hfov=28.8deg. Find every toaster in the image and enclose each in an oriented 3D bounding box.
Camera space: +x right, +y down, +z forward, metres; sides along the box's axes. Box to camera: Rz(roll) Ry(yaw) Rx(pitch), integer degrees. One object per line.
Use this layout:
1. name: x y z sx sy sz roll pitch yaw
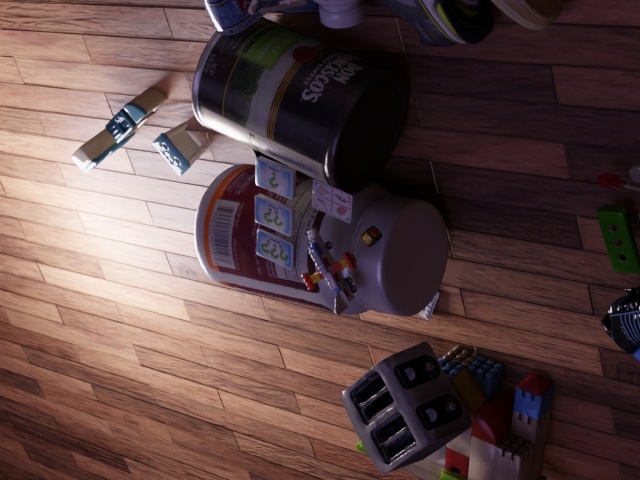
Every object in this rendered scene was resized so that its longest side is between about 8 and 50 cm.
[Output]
1. toaster: 0.139 0.285 2.103 0.185 0.110 0.168 -44 67 44

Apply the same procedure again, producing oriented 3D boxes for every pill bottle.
1. pill bottle: 0.023 -0.398 1.802 0.094 0.094 0.169 18 135 33
2. pill bottle: 0.000 0.000 2.079 0.392 0.224 0.224 11 130 38

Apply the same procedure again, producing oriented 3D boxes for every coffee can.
1. coffee can: -0.032 -0.215 1.932 0.275 0.201 0.201 27 138 25

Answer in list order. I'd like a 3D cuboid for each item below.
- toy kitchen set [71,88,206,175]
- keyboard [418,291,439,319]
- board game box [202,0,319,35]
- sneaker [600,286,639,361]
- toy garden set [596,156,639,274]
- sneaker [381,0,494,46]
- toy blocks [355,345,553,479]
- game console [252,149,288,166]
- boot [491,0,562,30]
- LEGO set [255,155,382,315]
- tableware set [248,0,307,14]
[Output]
1. toy kitchen set: -0.342 -0.163 2.349 0.166 0.122 0.207 51 143 -5
2. keyboard: 0.097 0.049 2.202 0.256 0.014 0.072 33 141 18
3. board game box: -0.086 -0.397 1.862 0.060 0.194 0.194 31 157 46
4. sneaker: 0.471 0.103 1.803 0.090 0.081 0.232 38 155 13
5. toy garden set: 0.495 -0.043 1.704 0.244 0.049 0.204 5 128 43
6. sneaker: 0.111 -0.386 1.721 0.121 0.111 0.300 -19 107 54
7. toy blocks: 0.248 0.311 2.186 0.381 0.191 0.261 20 124 32
8. game console: -0.090 -0.176 2.089 0.107 0.122 0.071 26 138 26
9. boot: 0.273 -0.406 1.556 0.203 0.095 0.262 -21 103 50
10. LEGO set: -0.017 -0.005 1.894 0.244 0.060 0.182 24 127 31
11. tableware set: -0.035 -0.382 1.748 0.194 0.039 0.128 -8 123 28
